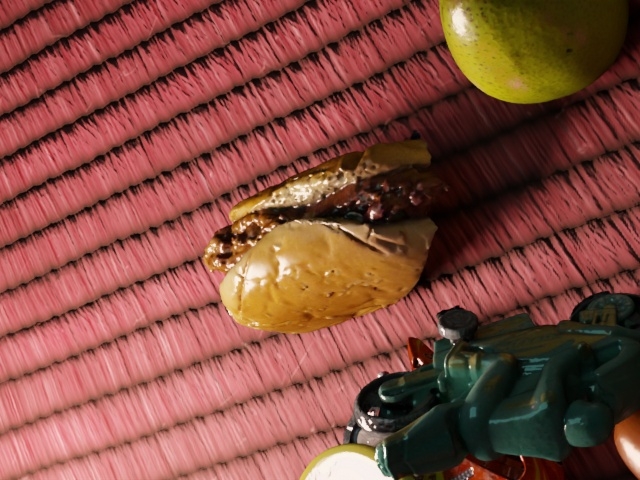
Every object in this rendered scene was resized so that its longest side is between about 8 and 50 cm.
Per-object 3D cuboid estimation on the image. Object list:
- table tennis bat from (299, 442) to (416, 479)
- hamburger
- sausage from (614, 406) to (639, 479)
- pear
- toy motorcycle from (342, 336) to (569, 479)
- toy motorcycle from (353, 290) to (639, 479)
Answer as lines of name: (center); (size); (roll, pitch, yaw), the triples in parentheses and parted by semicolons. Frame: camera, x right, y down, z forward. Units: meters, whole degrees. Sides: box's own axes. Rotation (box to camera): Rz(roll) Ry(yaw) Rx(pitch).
table tennis bat: (0.008, 0.326, 1.851); (0.368, 0.054, 0.224); (-26, 78, 51)
hamburger: (0.000, 0.000, 1.931); (0.282, 0.245, 0.155); (99, 163, -72)
sausage: (0.334, 0.210, 1.605); (0.197, 0.076, 0.076); (43, 109, 41)
pear: (0.193, -0.228, 1.764); (0.187, 0.219, 0.188); (-15, 66, 38)
toy motorcycle: (0.139, 0.224, 1.781); (0.298, 0.089, 0.171); (41, 106, 43)
toy motorcycle: (0.180, 0.137, 1.652); (0.296, 0.109, 0.198); (-17, 28, -4)
